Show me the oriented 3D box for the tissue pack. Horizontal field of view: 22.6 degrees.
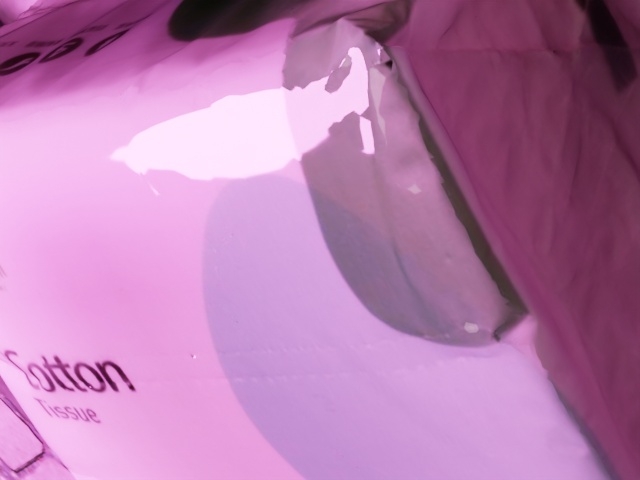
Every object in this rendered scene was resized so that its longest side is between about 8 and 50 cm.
[{"bbox_3d":[-0.001,0.001,0.719,0.356,0.194,0.266,-6,123,44],"label":"tissue pack"}]
